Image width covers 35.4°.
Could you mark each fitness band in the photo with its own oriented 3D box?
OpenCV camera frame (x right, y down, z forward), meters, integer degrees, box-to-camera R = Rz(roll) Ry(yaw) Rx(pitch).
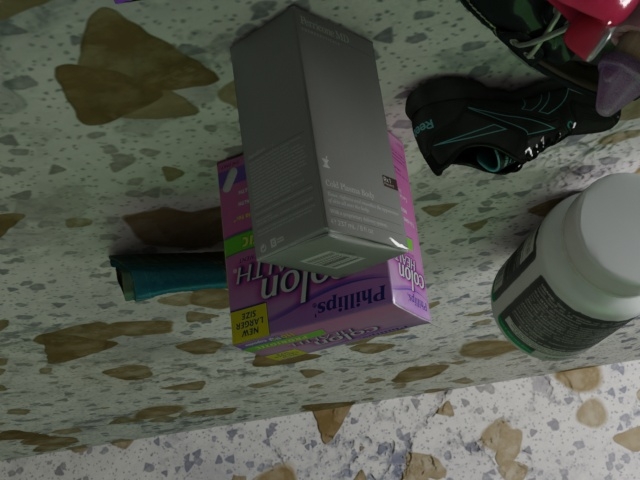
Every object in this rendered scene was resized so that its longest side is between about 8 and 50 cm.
[{"bbox_3d":[0.126,-0.213,0.698,0.054,0.209,0.291,-53,177,22],"label":"fitness band"}]

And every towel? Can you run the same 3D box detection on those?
[{"bbox_3d":[-0.108,0.043,1.439,0.370,0.040,0.271,-2,-174,-15],"label":"towel"}]

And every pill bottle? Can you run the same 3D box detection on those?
[{"bbox_3d":[0.409,0.048,1.550,0.204,0.204,0.361,-4,160,-10],"label":"pill bottle"}]

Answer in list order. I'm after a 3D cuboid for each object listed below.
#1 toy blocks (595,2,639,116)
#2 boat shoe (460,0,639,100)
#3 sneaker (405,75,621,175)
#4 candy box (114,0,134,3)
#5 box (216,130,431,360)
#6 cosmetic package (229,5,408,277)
[{"bbox_3d":[0.417,-0.079,0.911,0.309,0.260,0.288,28,173,37],"label":"toy blocks"},{"bbox_3d":[0.229,-0.210,0.956,0.302,0.091,0.114,10,153,-40],"label":"boat shoe"},{"bbox_3d":[0.229,-0.126,1.167,0.267,0.106,0.101,-4,158,-14],"label":"sneaker"},{"bbox_3d":[-0.079,-0.262,0.739,0.196,0.070,0.165,-8,159,2],"label":"candy box"},{"bbox_3d":[0.000,0.000,1.222,0.213,0.243,0.117,-16,158,24],"label":"box"},{"bbox_3d":[-0.003,-0.093,0.985,0.107,0.238,0.127,-21,159,39],"label":"cosmetic package"}]
